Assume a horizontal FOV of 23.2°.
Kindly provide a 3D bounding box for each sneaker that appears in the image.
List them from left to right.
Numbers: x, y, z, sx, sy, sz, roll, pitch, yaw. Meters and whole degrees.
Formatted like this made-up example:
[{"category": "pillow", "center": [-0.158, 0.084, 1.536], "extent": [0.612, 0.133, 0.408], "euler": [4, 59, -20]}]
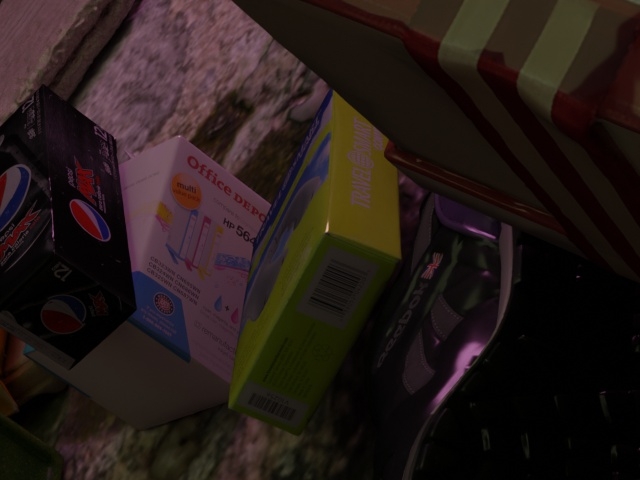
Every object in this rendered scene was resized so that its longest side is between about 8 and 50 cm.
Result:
[{"category": "sneaker", "center": [0.068, 0.071, 0.646], "extent": [0.124, 0.107, 0.283], "euler": [-36, 28, 51]}]

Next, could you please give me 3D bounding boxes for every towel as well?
[{"category": "towel", "center": [-0.269, -0.118, 1.309], "extent": [0.282, 0.049, 0.187], "euler": [-54, 32, -6]}]

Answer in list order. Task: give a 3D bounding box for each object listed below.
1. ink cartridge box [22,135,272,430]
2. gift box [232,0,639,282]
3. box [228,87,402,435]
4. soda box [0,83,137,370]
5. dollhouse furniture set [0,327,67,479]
[{"category": "ink cartridge box", "center": [-0.089, 0.017, 0.887], "extent": [0.090, 0.092, 0.143], "euler": [-22, 43, 39]}, {"category": "gift box", "center": [0.158, -0.113, 0.489], "extent": [0.255, 0.258, 0.276], "euler": [31, 88, 28]}, {"category": "box", "center": [0.000, 0.000, 0.771], "extent": [0.178, 0.042, 0.109], "euler": [-86, 21, -61]}, {"category": "soda box", "center": [-0.142, -0.011, 0.837], "extent": [0.053, 0.060, 0.169], "euler": [-42, 33, 17]}, {"category": "dollhouse furniture set", "center": [-0.273, 0.092, 0.992], "extent": [0.197, 0.151, 0.301], "euler": [-33, 36, 29]}]
